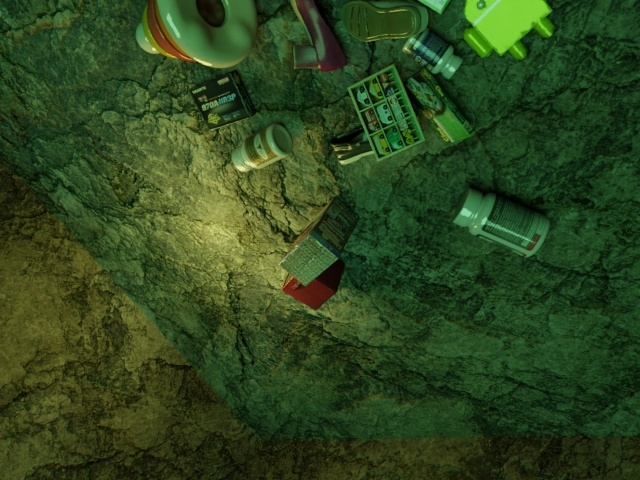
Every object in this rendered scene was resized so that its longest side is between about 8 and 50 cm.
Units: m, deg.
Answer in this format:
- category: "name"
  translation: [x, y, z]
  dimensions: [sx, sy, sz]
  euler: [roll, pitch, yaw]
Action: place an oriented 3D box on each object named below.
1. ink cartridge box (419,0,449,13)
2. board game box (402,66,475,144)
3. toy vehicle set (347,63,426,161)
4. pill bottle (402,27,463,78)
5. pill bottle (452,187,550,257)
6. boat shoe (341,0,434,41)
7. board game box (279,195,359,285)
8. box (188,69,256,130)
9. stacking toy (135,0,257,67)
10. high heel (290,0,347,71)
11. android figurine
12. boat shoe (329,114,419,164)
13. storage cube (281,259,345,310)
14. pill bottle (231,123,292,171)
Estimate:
- category: "ink cartridge box"
  translation: [0.270, -0.715, 1.251]
  dimensions: [0.209, 0.109, 0.062]
  euler: [31, 121, 1]
- category: "board game box"
  translation: [0.373, -0.425, 1.436]
  dimensions: [0.259, 0.030, 0.136]
  euler: [47, 165, -14]
- category: "toy vehicle set"
  translation: [0.215, -0.410, 1.449]
  dimensions: [0.166, 0.035, 0.266]
  euler: [-23, 87, 20]
- category: "pill bottle"
  translation: [0.340, -0.565, 1.348]
  dimensions: [0.169, 0.094, 0.094]
  euler: [35, 132, -3]
- category: "pill bottle"
  translation: [0.621, -0.068, 1.554]
  dimensions: [0.284, 0.161, 0.161]
  euler: [25, 131, 6]
- category: "boat shoe"
  translation: [0.193, -0.652, 1.321]
  dimensions: [0.302, 0.103, 0.113]
  euler: [32, 138, 39]
- category: "board game box"
  translation: [0.000, 0.000, 1.807]
  dimensions: [0.141, 0.291, 0.232]
  euler: [40, 132, -8]
- category: "box"
  translation: [-0.379, -0.538, 1.731]
  dimensions: [0.221, 0.051, 0.175]
  euler: [-7, 122, 30]
- category: "stacking toy"
  translation: [-0.477, -0.734, 1.521]
  dimensions: [0.480, 0.350, 0.350]
  euler: [6, 130, 45]
- category: "high heel"
  translation: [-0.003, -0.731, 1.403]
  dimensions: [0.182, 0.127, 0.376]
  euler: [-5, 123, -7]
- category: "android figurine"
  translation: [0.515, -0.637, 1.240]
  dimensions: [0.273, 0.056, 0.248]
  euler: [42, 131, -12]
- category: "boat shoe"
  translation: [0.172, -0.377, 1.550]
  dimensions: [0.340, 0.127, 0.113]
  euler: [-14, 130, 43]
- category: "storage cube"
  translation: [-0.030, 0.161, 2.004]
  dimensions: [0.193, 0.214, 0.183]
  euler: [33, 131, -10]
- category: "pill bottle"
  translation: [-0.234, -0.355, 1.750]
  dimensions: [0.229, 0.131, 0.131]
  euler: [-18, 116, 34]
